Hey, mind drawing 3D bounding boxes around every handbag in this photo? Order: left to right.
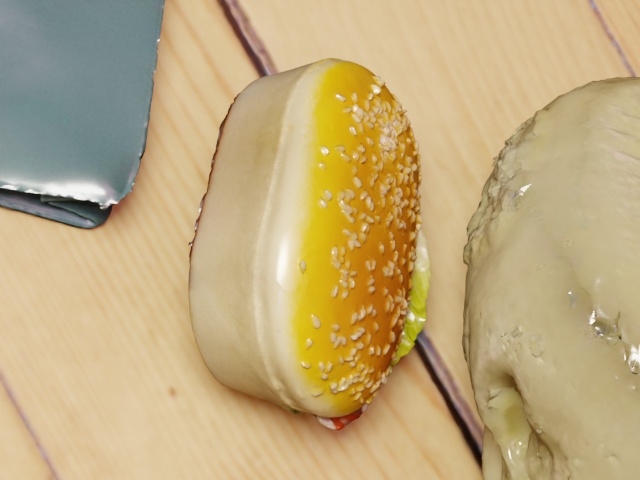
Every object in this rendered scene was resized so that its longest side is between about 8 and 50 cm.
[{"bbox_3d":[-0.168,-0.126,1.062,0.144,0.057,0.221,12,73,-14],"label":"handbag"}]

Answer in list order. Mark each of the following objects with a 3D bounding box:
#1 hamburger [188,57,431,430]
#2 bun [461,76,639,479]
[{"bbox_3d":[0.000,0.000,1.047,0.116,0.173,0.210,7,68,16],"label":"hamburger"},{"bbox_3d":[0.231,0.076,1.095,0.326,0.234,0.362,-14,67,-33],"label":"bun"}]
